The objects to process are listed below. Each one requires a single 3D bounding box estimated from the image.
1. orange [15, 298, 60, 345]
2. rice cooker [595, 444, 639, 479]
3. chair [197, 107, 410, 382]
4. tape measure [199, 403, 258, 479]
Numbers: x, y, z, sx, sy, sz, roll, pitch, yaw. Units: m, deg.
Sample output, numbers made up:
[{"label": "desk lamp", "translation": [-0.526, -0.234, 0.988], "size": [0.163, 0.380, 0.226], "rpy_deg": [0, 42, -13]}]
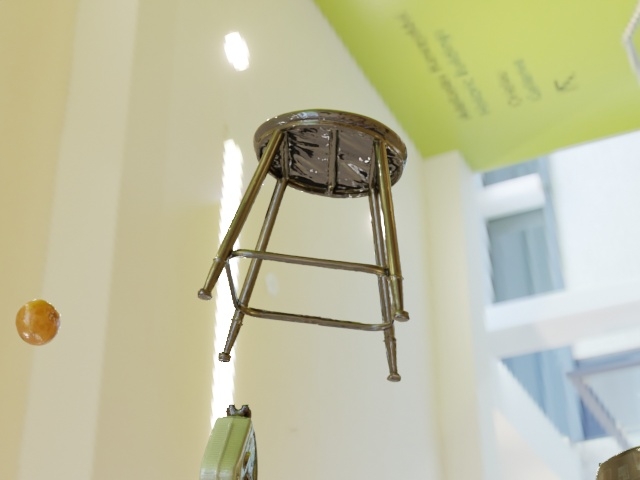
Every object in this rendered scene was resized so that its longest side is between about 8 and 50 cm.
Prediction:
[{"label": "orange", "translation": [-0.496, 0.145, 2.114], "size": [0.083, 0.070, 0.083], "rpy_deg": [-12, -90, -77]}, {"label": "rice cooker", "translation": [0.480, 0.368, 1.792], "size": [0.112, 0.165, 0.106], "rpy_deg": [27, -128, -24]}, {"label": "chair", "translation": [0.000, 0.000, 2.245], "size": [0.365, 0.362, 0.410], "rpy_deg": [87, -170, -65]}, {"label": "tape measure", "translation": [-0.194, 0.523, 2.720], "size": [0.235, 0.115, 0.207], "rpy_deg": [-74, -20, -58]}]
